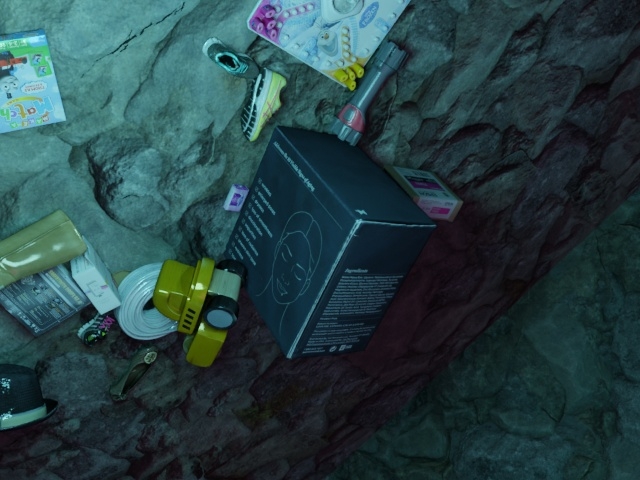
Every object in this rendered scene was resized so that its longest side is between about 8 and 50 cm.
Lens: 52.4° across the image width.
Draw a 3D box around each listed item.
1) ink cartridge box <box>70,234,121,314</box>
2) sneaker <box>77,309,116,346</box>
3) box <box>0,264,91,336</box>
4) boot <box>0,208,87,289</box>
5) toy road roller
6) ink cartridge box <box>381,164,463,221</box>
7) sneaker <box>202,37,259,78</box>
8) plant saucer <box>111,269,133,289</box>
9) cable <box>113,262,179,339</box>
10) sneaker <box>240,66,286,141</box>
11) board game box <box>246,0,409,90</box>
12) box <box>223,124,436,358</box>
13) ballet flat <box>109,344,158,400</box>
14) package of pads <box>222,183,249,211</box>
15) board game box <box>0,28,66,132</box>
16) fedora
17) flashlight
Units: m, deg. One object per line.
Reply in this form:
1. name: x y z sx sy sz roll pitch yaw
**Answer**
1. ink cartridge box: -0.633 0.095 1.804 0.067 0.115 0.198 -26 130 -8
2. sneaker: -0.660 0.261 1.976 0.170 0.075 0.063 -40 138 3
3. box: -0.770 0.132 1.772 0.183 0.056 0.231 -33 129 -5
4. boot: -0.770 -0.007 1.634 0.269 0.236 0.089 -34 -173 -32
5. toy road roller: -0.367 0.187 1.885 0.240 0.202 0.329 18 131 -11
6. ink cartridge box: 0.328 -0.157 2.171 0.235 0.193 0.088 3 126 -36
7. sneaker: -0.218 -0.441 1.633 0.166 0.076 0.065 17 118 -42
8. plant saucer: -0.591 0.116 1.935 0.083 0.015 0.083 -19 136 -20
9. cable: -0.500 0.183 1.981 0.257 0.089 0.257 -21 131 -31
10. sneaker: -0.148 -0.358 1.754 0.094 0.081 0.208 1 126 -37
11. board game box: 0.063 -0.623 1.677 0.390 0.050 0.390 19 115 -43
12. box: 0.000 0.000 1.879 0.297 0.480 0.472 1 127 -37
13. ballet flat: -0.623 0.450 2.186 0.250 0.058 0.084 -48 138 12
14. package of pads: -0.251 -0.125 1.931 0.050 0.032 0.083 5 124 -39
15. board game box: -0.669 -0.349 1.441 0.160 0.039 0.211 -17 136 -21
16. fedora: -0.934 0.442 1.871 0.334 0.334 0.152 -2 93 -33
17. flashlight: 0.143 -0.424 1.882 0.103 0.103 0.304 26 106 -28
